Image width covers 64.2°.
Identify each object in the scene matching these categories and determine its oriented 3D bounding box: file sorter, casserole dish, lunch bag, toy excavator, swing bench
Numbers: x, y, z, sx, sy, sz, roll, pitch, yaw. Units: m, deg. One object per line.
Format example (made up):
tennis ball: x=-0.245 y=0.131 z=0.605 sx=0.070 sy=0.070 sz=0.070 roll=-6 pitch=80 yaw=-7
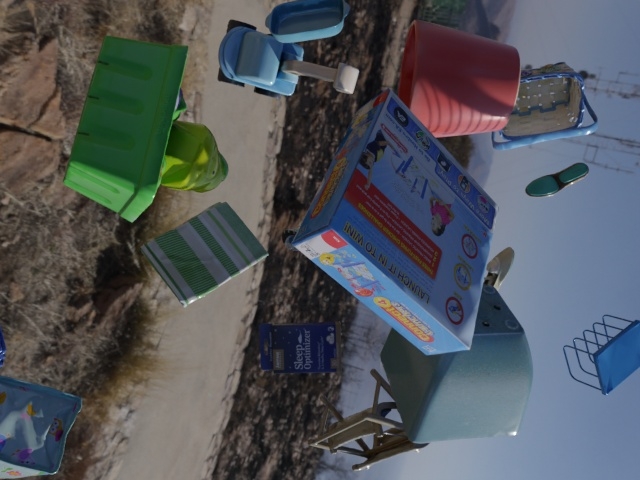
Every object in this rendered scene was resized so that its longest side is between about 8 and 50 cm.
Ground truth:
file sorter: x=0.718 y=0.282 z=1.291 sx=0.170 sy=0.104 sz=0.118 roll=-28 pitch=107 yaw=-21
casserole dish: x=-0.027 y=-0.483 z=1.125 sx=0.037 sy=0.188 sz=0.114 roll=71 pitch=18 yaw=-57
lunch bag: x=-0.590 y=0.305 z=0.870 sx=0.262 sy=0.223 sz=0.160 roll=34 pitch=48 yaw=-33
toy excavator: x=-0.128 y=-0.598 z=1.760 sx=0.445 sy=0.432 sz=0.222 roll=-129 pitch=-127 yaw=-67
swing bench: x=0.149 y=0.531 z=1.445 sx=0.253 sy=0.254 sz=0.165 roll=-41 pitch=-162 yaw=37

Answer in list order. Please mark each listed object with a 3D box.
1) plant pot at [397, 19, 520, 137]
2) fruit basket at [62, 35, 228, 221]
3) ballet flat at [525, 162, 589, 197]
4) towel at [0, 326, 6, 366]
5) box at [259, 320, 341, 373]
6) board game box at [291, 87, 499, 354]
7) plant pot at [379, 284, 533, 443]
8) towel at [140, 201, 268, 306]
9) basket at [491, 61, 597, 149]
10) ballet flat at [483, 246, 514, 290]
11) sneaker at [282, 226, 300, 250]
plant pot: x=0.321 y=-0.369 z=1.216 sx=0.275 sy=0.243 sz=0.275 roll=4 pitch=90 yaw=-90
fruit basket: x=-0.353 y=-0.222 z=1.162 sx=0.283 sy=0.392 sz=0.392 roll=-19 pitch=-135 yaw=57
ballet flat: x=0.783 y=-0.191 z=1.694 sx=0.067 sy=0.206 sz=0.073 roll=30 pitch=41 yaw=-69
towel: x=-0.643 y=0.124 z=0.707 sx=0.336 sy=0.243 sz=0.040 roll=-20 pitch=163 yaw=-21
box: x=-0.056 y=0.294 z=1.401 sx=0.036 sy=0.225 sz=0.137 roll=-76 pitch=165 yaw=-86
board game box: x=0.141 y=-0.029 z=0.813 sx=0.308 sy=0.086 sz=0.302 roll=41 pitch=53 yaw=-22
plant pot: x=0.290 y=0.232 z=1.061 sx=0.247 sy=0.247 sz=0.252 roll=-106 pitch=-161 yaw=-53
towel: x=-0.365 y=0.034 z=1.626 sx=0.324 sy=0.248 sz=0.038 roll=-34 pitch=170 yaw=-31
basket: x=0.597 y=-0.358 z=1.407 sx=0.201 sy=0.254 sz=0.289 roll=64 pitch=27 yaw=-42
ballet flat: x=0.655 y=0.135 z=1.938 sx=0.086 sy=0.086 sz=0.249 roll=-42 pitch=149 yaw=-63
sneaker: x=0.000 y=0.000 z=1.304 sx=0.083 sy=0.190 sz=0.071 roll=-33 pitch=137 yaw=-49
